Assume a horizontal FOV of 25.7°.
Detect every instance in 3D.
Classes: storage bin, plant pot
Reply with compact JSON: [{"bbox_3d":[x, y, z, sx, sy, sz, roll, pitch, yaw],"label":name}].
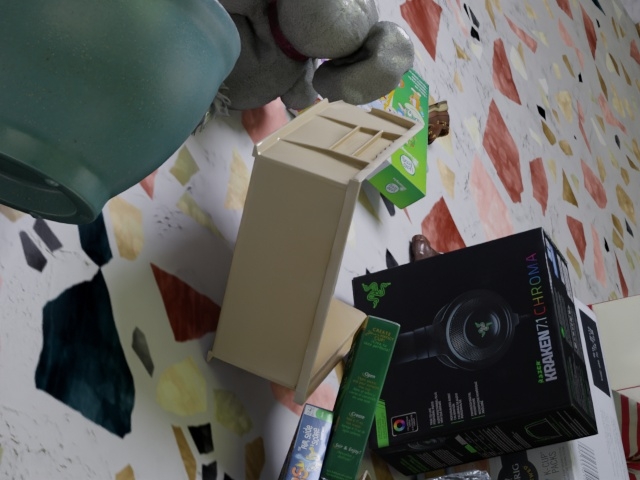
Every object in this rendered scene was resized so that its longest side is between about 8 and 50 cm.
[{"bbox_3d":[0.000,0.000,1.560,0.260,0.123,0.262,-42,148,-62],"label":"storage bin"},{"bbox_3d":[-0.239,-0.135,1.216,0.293,0.293,0.196,38,66,-47],"label":"plant pot"}]

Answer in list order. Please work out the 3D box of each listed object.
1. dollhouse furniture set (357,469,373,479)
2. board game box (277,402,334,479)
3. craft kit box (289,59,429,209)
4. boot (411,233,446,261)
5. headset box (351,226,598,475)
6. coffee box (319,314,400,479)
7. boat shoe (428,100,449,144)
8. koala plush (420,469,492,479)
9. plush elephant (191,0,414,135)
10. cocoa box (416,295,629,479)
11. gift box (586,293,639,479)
[{"bbox_3d":[0.092,0.337,1.692,0.114,0.081,0.091,60,27,-18],"label":"dollhouse furniture set"},{"bbox_3d":[-0.034,0.285,1.442,0.035,0.136,0.201,18,38,-1],"label":"board game box"},{"bbox_3d":[0.061,-0.208,2.026,0.250,0.061,0.246,40,40,-32],"label":"craft kit box"},{"bbox_3d":[0.169,0.060,2.094,0.106,0.037,0.114,37,35,-27],"label":"boot"},{"bbox_3d":[0.183,0.146,1.785,0.131,0.283,0.246,44,36,-55],"label":"headset box"},{"bbox_3d":[0.037,0.181,1.527,0.113,0.040,0.184,113,-5,-76],"label":"coffee box"},{"bbox_3d":[0.166,-0.181,2.234,0.178,0.064,0.060,-25,98,-61],"label":"boat shoe"},{"bbox_3d":[0.087,0.383,1.544,0.203,0.196,0.221,-5,78,-31],"label":"koala plush"},{"bbox_3d":[-0.033,-0.278,1.698,0.272,0.255,0.330,54,30,-29],"label":"plush elephant"},{"bbox_3d":[0.267,0.253,1.923,0.231,0.228,0.347,35,42,-52],"label":"cocoa box"},{"bbox_3d":[0.427,0.258,2.216,0.276,0.255,0.258,53,28,-43],"label":"gift box"}]
